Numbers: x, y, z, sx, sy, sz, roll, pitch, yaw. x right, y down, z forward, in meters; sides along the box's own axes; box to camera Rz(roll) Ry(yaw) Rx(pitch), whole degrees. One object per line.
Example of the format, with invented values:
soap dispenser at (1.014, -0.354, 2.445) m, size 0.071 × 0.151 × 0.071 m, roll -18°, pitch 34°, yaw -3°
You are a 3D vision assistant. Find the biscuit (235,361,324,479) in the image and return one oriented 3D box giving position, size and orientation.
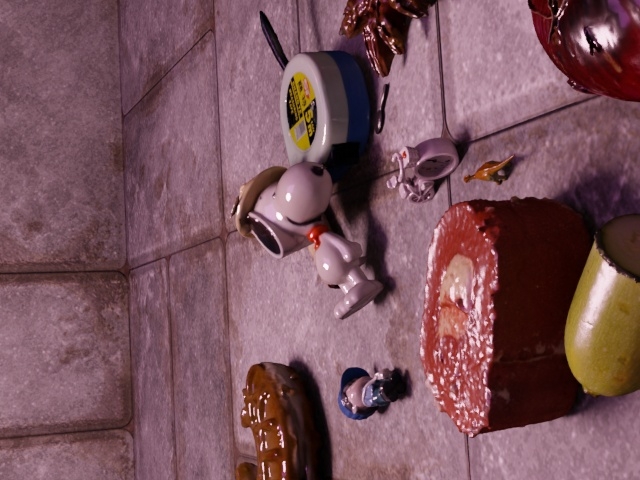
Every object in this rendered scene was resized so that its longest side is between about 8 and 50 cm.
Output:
biscuit at (-0.082, 0.422, 1.856) m, size 0.268 × 0.115 × 0.367 m, roll -135°, pitch 48°, yaw -58°

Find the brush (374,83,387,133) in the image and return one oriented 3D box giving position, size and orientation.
brush at (0.095, -0.206, 1.563) m, size 0.024 × 0.008 × 0.083 m, roll -125°, pitch 40°, yaw -57°

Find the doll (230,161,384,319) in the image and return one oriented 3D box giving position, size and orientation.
doll at (-0.027, 0.005, 1.604) m, size 0.208 × 0.144 × 0.272 m, roll -24°, pitch 89°, yaw 51°

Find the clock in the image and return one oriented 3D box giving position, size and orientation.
clock at (0.138, -0.094, 1.383) m, size 0.129 × 0.087 × 0.041 m, roll 112°, pitch 148°, yaw -56°

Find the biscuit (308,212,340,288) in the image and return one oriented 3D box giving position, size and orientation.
biscuit at (0.000, 0.000, 1.729) m, size 0.061 × 0.055 × 0.219 m, roll 98°, pitch 157°, yaw -44°

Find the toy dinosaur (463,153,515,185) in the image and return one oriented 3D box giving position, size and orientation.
toy dinosaur at (0.221, -0.088, 1.247) m, size 0.113 × 0.041 × 0.026 m, roll -21°, pitch 68°, yaw 60°

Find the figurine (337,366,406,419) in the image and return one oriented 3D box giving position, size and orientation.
figurine at (0.083, 0.241, 1.550) m, size 0.136 × 0.077 × 0.079 m, roll -8°, pitch 118°, yaw 51°

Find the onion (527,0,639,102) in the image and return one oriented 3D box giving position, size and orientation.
onion at (0.317, -0.251, 0.824) m, size 0.314 × 0.232 × 0.314 m, roll -47°, pitch 28°, yaw 34°

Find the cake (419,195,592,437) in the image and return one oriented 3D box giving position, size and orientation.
cake at (0.205, 0.085, 1.151) m, size 0.177 × 0.150 × 0.283 m, roll 23°, pitch 116°, yaw 60°

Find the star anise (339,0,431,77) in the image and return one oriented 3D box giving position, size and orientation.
star anise at (0.097, -0.376, 1.462) m, size 0.288 × 0.088 × 0.288 m, roll 177°, pitch 90°, yaw -66°

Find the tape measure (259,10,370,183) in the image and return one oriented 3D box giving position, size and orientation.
tape measure at (-0.013, -0.275, 1.679) m, size 0.215 × 0.097 × 0.352 m, roll -39°, pitch 63°, yaw 62°

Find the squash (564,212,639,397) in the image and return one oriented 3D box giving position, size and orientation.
squash at (0.302, 0.079, 0.975) m, size 0.123 × 0.123 × 0.187 m, roll -122°, pitch 35°, yaw -50°
